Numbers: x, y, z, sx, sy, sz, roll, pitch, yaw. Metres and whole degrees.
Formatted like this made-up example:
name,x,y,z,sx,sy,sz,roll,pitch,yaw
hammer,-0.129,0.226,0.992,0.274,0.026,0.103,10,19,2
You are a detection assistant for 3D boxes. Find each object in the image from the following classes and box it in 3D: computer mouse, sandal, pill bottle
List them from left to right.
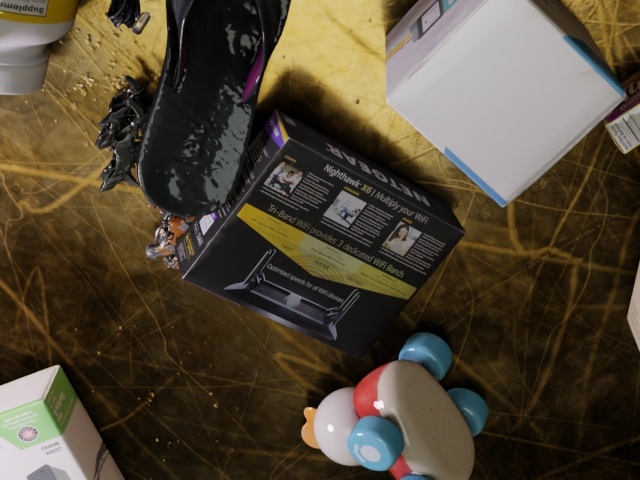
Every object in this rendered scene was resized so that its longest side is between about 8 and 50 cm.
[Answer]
name,x,y,z,sx,sy,sz,roll,pitch,yaw
pill bottle,-0.377,-0.357,1.560,0.188,0.188,0.334,15,113,-5
computer mouse,-0.223,-0.344,1.505,0.060,0.262,0.184,-3,85,-21
sandal,-0.116,-0.239,1.539,0.168,0.107,0.445,5,104,-17

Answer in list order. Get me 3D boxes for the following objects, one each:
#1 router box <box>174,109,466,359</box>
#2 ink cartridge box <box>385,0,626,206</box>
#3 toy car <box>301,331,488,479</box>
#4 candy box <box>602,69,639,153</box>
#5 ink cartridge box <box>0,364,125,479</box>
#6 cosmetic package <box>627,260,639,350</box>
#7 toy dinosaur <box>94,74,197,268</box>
name,x,y,z,sx,sy,sz,roll,pitch,yaw
router box,0.000,0.000,1.710,0.309,0.081,0.243,27,112,-30
ink cartridge box,0.213,-0.214,1.558,0.198,0.270,0.197,41,110,-14
toy car,0.080,0.279,1.842,0.238,0.219,0.210,-18,115,40
candy box,0.446,-0.197,1.646,0.187,0.109,0.053,-33,108,15
ink cartridge box,-0.421,0.349,1.900,0.198,0.115,0.273,-21,111,10
cosmetic package,0.503,0.007,1.705,0.113,0.160,0.309,6,112,0
toy dinosaur,-0.177,-0.118,1.704,0.218,0.164,0.322,16,95,-20
